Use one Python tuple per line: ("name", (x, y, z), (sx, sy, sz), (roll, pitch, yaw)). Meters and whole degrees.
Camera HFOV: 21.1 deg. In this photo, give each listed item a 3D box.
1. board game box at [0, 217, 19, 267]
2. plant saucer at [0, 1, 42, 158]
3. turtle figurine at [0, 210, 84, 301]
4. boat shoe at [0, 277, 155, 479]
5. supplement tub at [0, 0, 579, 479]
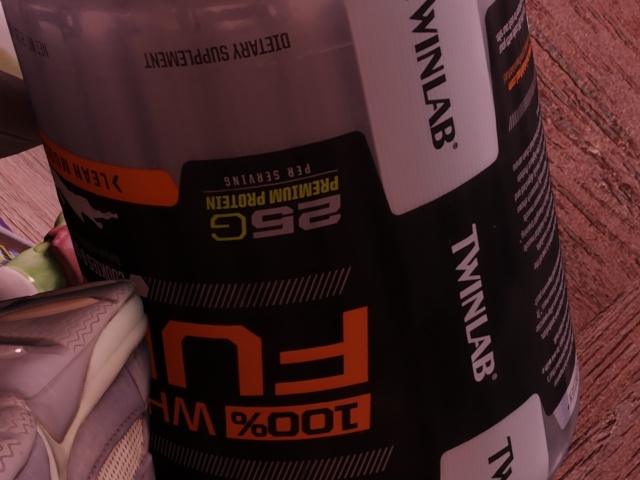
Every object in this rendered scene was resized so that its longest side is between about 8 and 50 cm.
("board game box", (-0.259, -0.031, 1.091), (0.170, 0.048, 0.141), (48, 2, 9))
("plant saucer", (-0.285, -0.129, 0.750), (0.400, 0.100, 0.400), (34, 7, -5))
("turtle figurine", (-0.116, 0.061, 0.901), (0.198, 0.274, 0.266), (78, -6, -76))
("boat shoe", (-0.110, 0.096, 0.487), (0.355, 0.132, 0.130), (-80, 160, -82))
("supplement tub", (0.000, 0.000, 0.695), (0.193, 0.193, 0.316), (-132, -155, -59))
